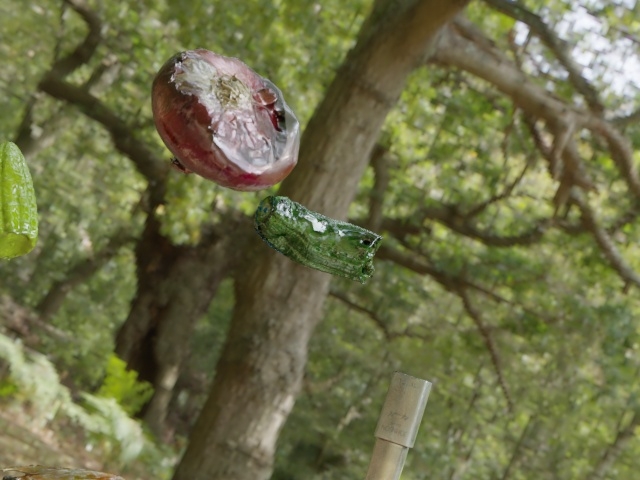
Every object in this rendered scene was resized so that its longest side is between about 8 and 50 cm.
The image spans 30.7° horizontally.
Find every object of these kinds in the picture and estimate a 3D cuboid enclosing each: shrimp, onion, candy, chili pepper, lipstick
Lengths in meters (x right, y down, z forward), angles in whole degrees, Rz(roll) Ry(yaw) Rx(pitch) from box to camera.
[{"bbox_3d":[-0.362,0.391,1.672,0.249,0.150,0.068,24,-24,-15],"label":"shrimp"},{"bbox_3d":[-0.172,-0.182,1.929,0.272,0.272,0.195,32,-51,-27],"label":"onion"},{"bbox_3d":[-0.519,-0.073,1.937,0.097,0.209,0.096,-8,-28,-4],"label":"candy"},{"bbox_3d":[0.000,-0.001,1.810,0.224,0.098,0.061,23,20,-24],"label":"chili pepper"},{"bbox_3d":[0.142,0.382,2.239,0.079,0.252,0.077,15,-7,14],"label":"lipstick"}]
